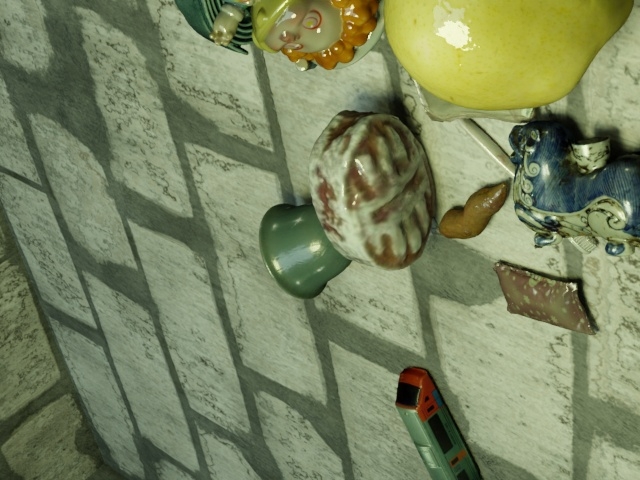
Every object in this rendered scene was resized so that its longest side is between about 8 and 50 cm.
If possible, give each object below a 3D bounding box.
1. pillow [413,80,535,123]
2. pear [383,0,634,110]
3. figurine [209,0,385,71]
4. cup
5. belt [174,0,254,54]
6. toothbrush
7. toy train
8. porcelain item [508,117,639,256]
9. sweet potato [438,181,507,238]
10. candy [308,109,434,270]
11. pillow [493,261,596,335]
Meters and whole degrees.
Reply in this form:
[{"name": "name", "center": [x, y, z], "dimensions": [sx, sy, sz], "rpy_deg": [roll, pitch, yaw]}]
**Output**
[{"name": "pillow", "center": [0.234, -0.241, 1.737], "dimensions": [0.232, 0.038, 0.131], "rpy_deg": [7, 126, 46]}, {"name": "pear", "center": [0.237, -0.309, 1.439], "dimensions": [0.309, 0.309, 0.309], "rpy_deg": [31, 143, 27]}, {"name": "figurine", "center": [-0.074, -0.401, 1.704], "dimensions": [0.224, 0.381, 0.205], "rpy_deg": [-33, 53, 39]}, {"name": "cup", "center": [0.000, 0.000, 2.164], "dimensions": [0.150, 0.199, 0.199], "rpy_deg": [-23, 105, 39]}, {"name": "belt", "center": [-0.144, -0.434, 1.847], "dimensions": [0.116, 0.206, 0.268], "rpy_deg": [25, 137, 39]}, {"name": "toothbrush", "center": [0.328, -0.095, 1.784], "dimensions": [0.307, 0.025, 0.029], "rpy_deg": [46, 139, 6]}, {"name": "toy train", "center": [0.260, 0.455, 2.364], "dimensions": [0.086, 0.089, 0.409], "rpy_deg": [3, 125, 56]}, {"name": "porcelain item", "center": [0.399, -0.084, 1.626], "dimensions": [0.288, 0.138, 0.186], "rpy_deg": [9, 116, 52]}, {"name": "sweet potato", "center": [0.262, -0.044, 1.889], "dimensions": [0.065, 0.051, 0.218], "rpy_deg": [53, 148, 1]}, {"name": "candy", "center": [0.087, -0.087, 1.910], "dimensions": [0.157, 0.214, 0.290], "rpy_deg": [15, 137, 45]}, {"name": "pillow", "center": [0.376, 0.102, 1.904], "dimensions": [0.185, 0.043, 0.118], "rpy_deg": [11, 133, 46]}]
